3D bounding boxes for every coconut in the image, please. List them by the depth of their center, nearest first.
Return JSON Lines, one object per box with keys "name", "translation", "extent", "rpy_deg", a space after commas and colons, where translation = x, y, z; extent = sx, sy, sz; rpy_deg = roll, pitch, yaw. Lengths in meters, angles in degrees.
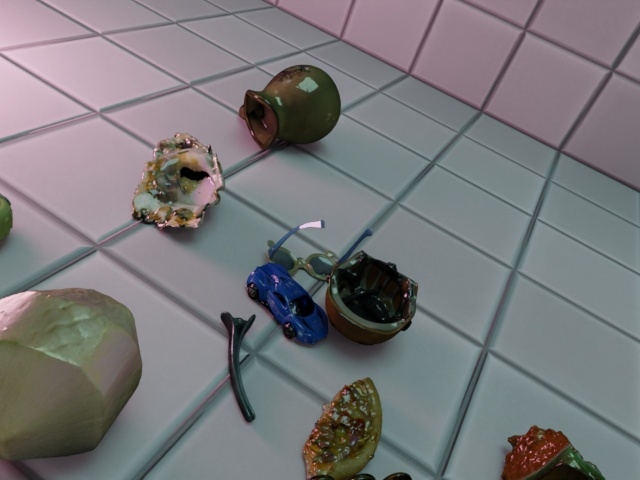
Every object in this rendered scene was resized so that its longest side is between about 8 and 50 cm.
{"name": "coconut", "translation": [-0.381, 0.184, 0.767], "extent": [0.259, 0.259, 0.259], "rpy_deg": [15, 36, -11]}

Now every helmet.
{"name": "helmet", "translation": [0.097, 0.139, 1.173], "extent": [0.198, 0.130, 0.224], "rpy_deg": [28, 43, 11]}

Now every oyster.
{"name": "oyster", "translation": [-0.329, -0.135, 1.344], "extent": [0.201, 0.107, 0.355], "rpy_deg": [-1, 50, 1]}

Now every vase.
{"name": "vase", "translation": [-0.127, -0.410, 1.732], "extent": [0.302, 0.241, 0.329], "rpy_deg": [-27, 28, -32]}

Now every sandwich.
{"name": "sandwich", "translation": [0.406, 0.396, 0.960], "extent": [0.109, 0.185, 0.160], "rpy_deg": [33, 39, 1]}

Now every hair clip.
{"name": "hair clip", "translation": [-0.148, 0.227, 1.012], "extent": [0.070, 0.039, 0.230], "rpy_deg": [9, 42, -18]}

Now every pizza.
{"name": "pizza", "translation": [0.048, 0.325, 0.962], "extent": [0.127, 0.058, 0.246], "rpy_deg": [36, 35, 20]}

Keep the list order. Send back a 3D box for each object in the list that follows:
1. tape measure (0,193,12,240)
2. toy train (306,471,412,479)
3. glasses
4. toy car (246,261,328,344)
{"name": "tape measure", "translation": [-0.661, -0.041, 1.030], "extent": [0.177, 0.088, 0.154], "rpy_deg": [-11, 35, -40]}
{"name": "toy train", "translation": [0.054, 0.407, 0.794], "extent": [0.225, 0.137, 0.090], "rpy_deg": [5, 32, -16]}
{"name": "glasses", "translation": [0.001, 0.028, 1.221], "extent": [0.189, 0.220, 0.088], "rpy_deg": [11, 70, -27]}
{"name": "toy car", "translation": [-0.065, 0.126, 1.157], "extent": [0.103, 0.063, 0.216], "rpy_deg": [-19, 52, -44]}
